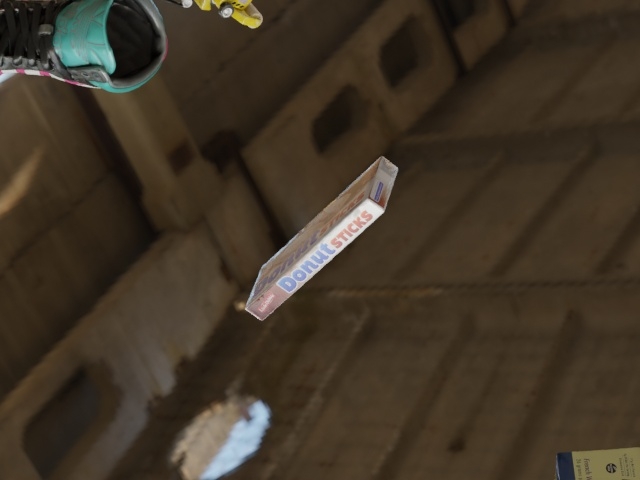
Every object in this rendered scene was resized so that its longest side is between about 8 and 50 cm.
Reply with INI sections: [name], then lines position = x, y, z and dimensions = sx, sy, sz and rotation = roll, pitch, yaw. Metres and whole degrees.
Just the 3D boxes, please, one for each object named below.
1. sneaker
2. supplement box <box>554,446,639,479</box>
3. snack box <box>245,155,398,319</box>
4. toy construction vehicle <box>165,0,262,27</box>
[sneaker]
position = -0.280, -0.212, 1.441
dimensions = 0.295, 0.124, 0.178
rotation = 0, 178, -36
[supplement box]
position = 0.156, 0.141, 0.673
dimensions = 0.083, 0.083, 0.056
rotation = -5, -122, 4
[snack box]
position = 0.000, 0.000, 1.209
dimensions = 0.178, 0.022, 0.064
rotation = -42, -162, 37
[toy construction vehicle]
position = -0.085, -0.191, 0.990
dimensions = 0.035, 0.098, 0.086
rotation = -56, -137, 22
